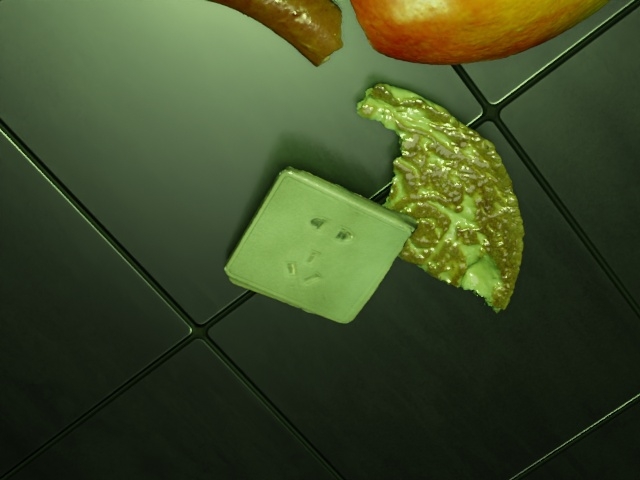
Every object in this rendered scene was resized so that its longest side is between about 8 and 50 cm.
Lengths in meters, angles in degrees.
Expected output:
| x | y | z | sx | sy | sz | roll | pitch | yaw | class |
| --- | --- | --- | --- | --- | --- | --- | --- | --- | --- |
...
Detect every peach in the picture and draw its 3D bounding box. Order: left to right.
| x | y | z | sx | sy | sz | roll | pitch | yaw | class |
| --- | --- | --- | --- | --- | --- | --- | --- | --- | --- |
| 0.194 | -0.321 | 1.086 | 0.380 | 0.306 | 0.243 | -19 | 105 | -1 | peach |

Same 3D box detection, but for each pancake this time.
| x | y | z | sx | sy | sz | roll | pitch | yaw | class |
| --- | --- | --- | --- | --- | --- | --- | --- | --- | --- |
| 0.157 | -0.046 | 1.325 | 0.197 | 0.054 | 0.377 | -22 | 111 | 10 | pancake |

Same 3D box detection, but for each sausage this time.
| x | y | z | sx | sy | sz | roll | pitch | yaw | class |
| --- | --- | --- | --- | --- | --- | --- | --- | --- | --- |
| -0.110 | -0.301 | 1.188 | 0.302 | 0.076 | 0.103 | 19 | 109 | -11 | sausage |

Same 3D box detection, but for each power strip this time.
| x | y | z | sx | sy | sz | roll | pitch | yaw | class |
| --- | --- | --- | --- | --- | --- | --- | --- | --- | --- |
| 0.000 | 0.000 | 1.323 | 0.198 | 0.065 | 0.213 | 23 | 129 | -14 | power strip |
